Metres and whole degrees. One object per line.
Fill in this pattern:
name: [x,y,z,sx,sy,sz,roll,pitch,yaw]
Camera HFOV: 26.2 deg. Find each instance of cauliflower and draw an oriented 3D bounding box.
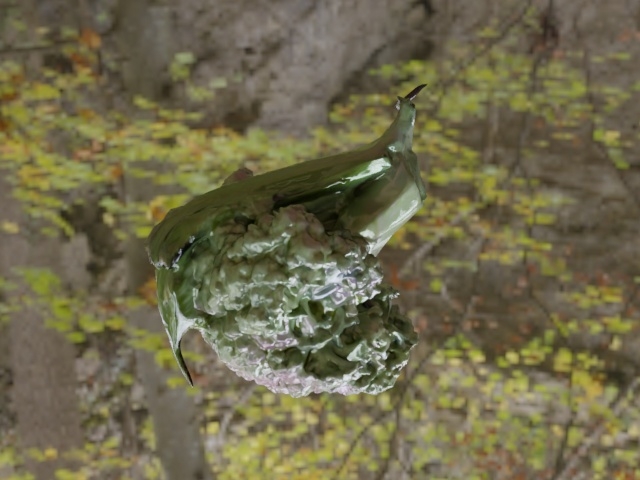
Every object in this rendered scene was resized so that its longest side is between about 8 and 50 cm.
cauliflower: [0.000,0.000,1.142,0.315,0.256,0.239,-43,-106,-2]
